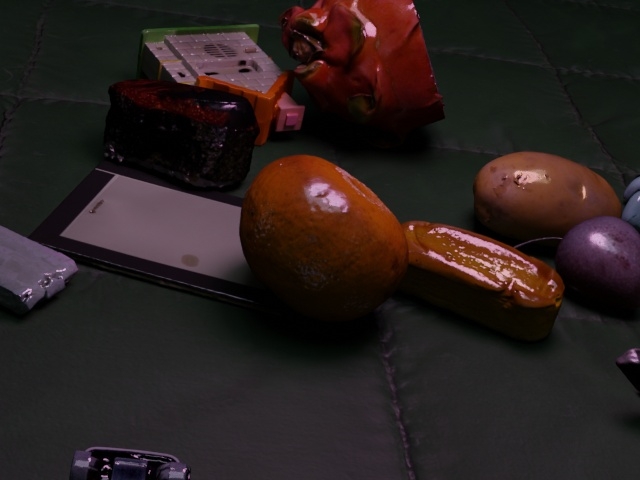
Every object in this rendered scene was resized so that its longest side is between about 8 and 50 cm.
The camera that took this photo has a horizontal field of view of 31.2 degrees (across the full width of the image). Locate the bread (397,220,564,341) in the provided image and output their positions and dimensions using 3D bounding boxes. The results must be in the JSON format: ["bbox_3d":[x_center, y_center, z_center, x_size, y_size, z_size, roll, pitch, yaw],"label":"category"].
[{"bbox_3d":[0.195,0.049,1.502,0.245,0.094,0.102,22,36,17],"label":"bread"}]

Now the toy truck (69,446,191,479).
[{"bbox_3d":[-0.168,0.282,0.929,0.114,0.124,0.253,8,28,-7],"label":"toy truck"}]

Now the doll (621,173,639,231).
[{"bbox_3d":[0.529,-0.093,1.800,0.059,0.159,0.159,28,25,5],"label":"doll"}]

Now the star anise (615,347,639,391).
[{"bbox_3d":[0.476,0.170,1.370,0.212,0.129,0.282,7,21,28],"label":"star anise"}]

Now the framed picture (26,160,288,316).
[{"bbox_3d":[-0.183,-0.011,1.546,0.347,0.016,0.265,15,30,5],"label":"framed picture"}]

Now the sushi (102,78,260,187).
[{"bbox_3d":[-0.205,-0.160,1.688,0.225,0.126,0.136,13,18,16],"label":"sushi"}]

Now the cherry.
[{"bbox_3d":[0.370,0.041,1.576,0.188,0.115,0.148,-18,79,-30],"label":"cherry"}]

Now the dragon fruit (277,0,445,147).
[{"bbox_3d":[0.066,-0.302,1.892,0.225,0.305,0.305,-19,31,5],"label":"dragon fruit"}]

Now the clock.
[{"bbox_3d":[-0.155,-0.250,1.897,0.219,0.106,0.255,-9,39,-29],"label":"clock"}]

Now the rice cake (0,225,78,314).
[{"bbox_3d":[-0.404,0.021,1.386,0.211,0.038,0.124,20,30,14],"label":"rice cake"}]

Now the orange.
[{"bbox_3d":[0.000,0.000,1.415,0.224,0.170,0.224,40,9,-8],"label":"orange"}]

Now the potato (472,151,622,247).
[{"bbox_3d":[0.340,-0.059,1.707,0.233,0.146,0.150,5,60,-12],"label":"potato"}]
